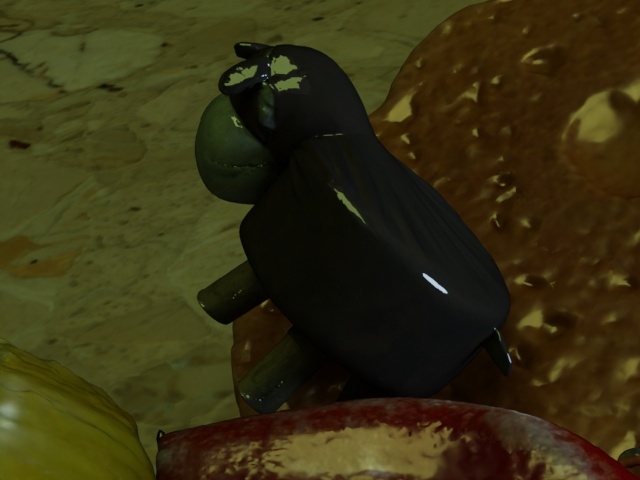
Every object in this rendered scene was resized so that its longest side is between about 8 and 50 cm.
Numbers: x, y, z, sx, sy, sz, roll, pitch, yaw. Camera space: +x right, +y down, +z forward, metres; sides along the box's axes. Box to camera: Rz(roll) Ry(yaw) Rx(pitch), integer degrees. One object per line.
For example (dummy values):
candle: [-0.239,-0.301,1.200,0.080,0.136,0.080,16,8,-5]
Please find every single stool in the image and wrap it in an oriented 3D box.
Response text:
stool: [0.000,0.000,0.760,0.121,0.217,0.125,-44,-18,20]

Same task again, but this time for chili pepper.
chili pepper: [0.040,0.131,0.676,0.252,0.136,0.144,-13,16,17]

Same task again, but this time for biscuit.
biscuit: [0.150,-0.020,0.844,0.455,0.078,0.350,-40,47,-8]

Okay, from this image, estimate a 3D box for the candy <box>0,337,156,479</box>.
candy: [-0.171,0.160,0.661,0.260,0.118,0.260,-44,25,27]

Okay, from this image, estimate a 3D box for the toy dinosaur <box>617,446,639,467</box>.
toy dinosaur: [0.249,0.144,0.633,0.279,0.055,0.101,28,84,14]
